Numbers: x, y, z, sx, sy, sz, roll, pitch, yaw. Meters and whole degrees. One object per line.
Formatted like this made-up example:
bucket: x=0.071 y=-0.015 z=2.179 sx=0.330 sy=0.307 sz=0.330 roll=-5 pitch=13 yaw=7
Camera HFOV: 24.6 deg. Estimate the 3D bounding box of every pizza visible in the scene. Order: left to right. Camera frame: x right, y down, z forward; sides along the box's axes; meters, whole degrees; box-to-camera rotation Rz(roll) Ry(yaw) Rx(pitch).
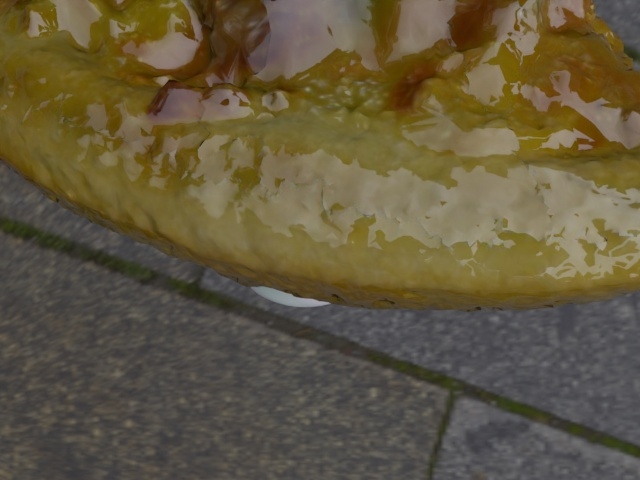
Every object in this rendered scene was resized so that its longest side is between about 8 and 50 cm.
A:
pizza: x=-0.030 y=-0.066 z=0.503 sx=0.258 sy=0.087 sz=0.268 roll=-18 pitch=56 yaw=5

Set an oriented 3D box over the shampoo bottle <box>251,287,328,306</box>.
shampoo bottle: x=0.000 y=0.000 z=0.777 sx=0.072 sy=0.099 sz=0.043 roll=-7 pitch=113 yaw=14
